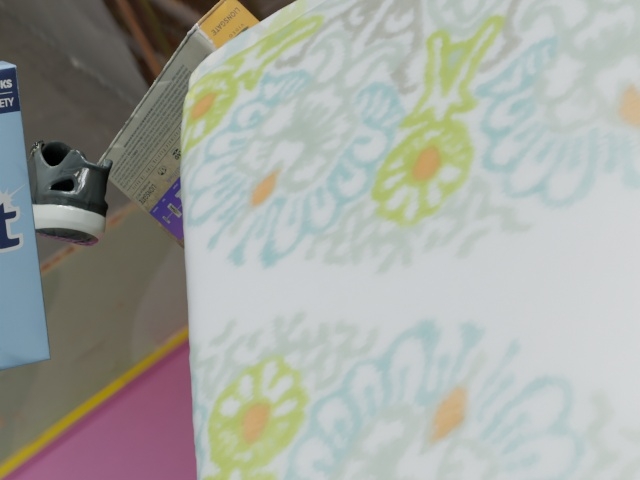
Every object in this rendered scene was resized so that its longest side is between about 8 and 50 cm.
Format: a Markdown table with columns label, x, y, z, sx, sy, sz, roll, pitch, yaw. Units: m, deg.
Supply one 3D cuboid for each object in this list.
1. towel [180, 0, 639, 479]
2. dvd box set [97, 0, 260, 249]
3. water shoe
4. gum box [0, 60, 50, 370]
| label | x | y | z | sx | sy | sz | roll | pitch | yaw |
| --- | --- | --- | --- | --- | --- | --- | --- | --- | --- |
| towel | 0.098 | -0.008 | 0.452 | 0.090 | 0.320 | 0.374 | 42 | 27 | -38 |
| dvd box set | 0.000 | 0.000 | 1.228 | 0.420 | 0.062 | 0.307 | 43 | -31 | -4 |
| water shoe | -0.229 | -0.044 | 1.113 | 0.073 | 0.080 | 0.203 | 19 | -5 | -37 |
| gum box | -0.247 | -0.004 | 0.767 | 0.041 | 0.157 | 0.184 | 23 | -61 | 58 |
